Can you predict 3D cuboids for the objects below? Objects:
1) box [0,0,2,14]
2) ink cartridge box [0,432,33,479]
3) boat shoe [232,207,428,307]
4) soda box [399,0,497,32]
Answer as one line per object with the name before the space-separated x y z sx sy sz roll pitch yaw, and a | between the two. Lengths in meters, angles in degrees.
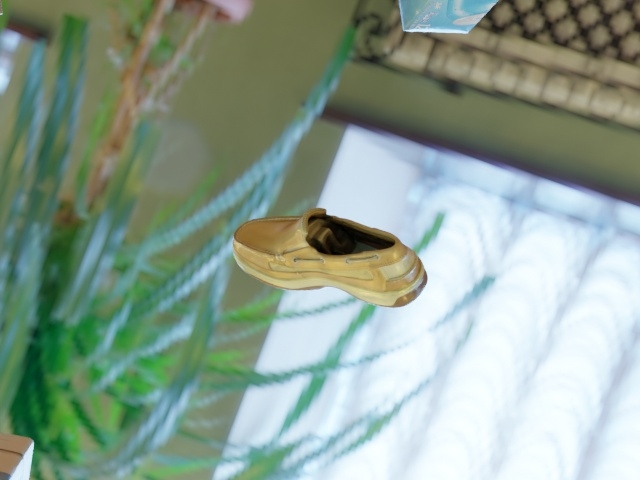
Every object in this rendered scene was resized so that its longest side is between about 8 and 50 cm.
box | -0.516 -0.362 1.892 0.395 0.318 0.097 -8 177 38
ink cartridge box | -0.416 0.356 1.844 0.166 0.285 0.395 10 180 -5
boat shoe | 0.000 0.000 1.441 0.190 0.068 0.072 8 142 34
soda box | 0.133 -0.252 1.491 0.067 0.071 0.210 0 162 -19
